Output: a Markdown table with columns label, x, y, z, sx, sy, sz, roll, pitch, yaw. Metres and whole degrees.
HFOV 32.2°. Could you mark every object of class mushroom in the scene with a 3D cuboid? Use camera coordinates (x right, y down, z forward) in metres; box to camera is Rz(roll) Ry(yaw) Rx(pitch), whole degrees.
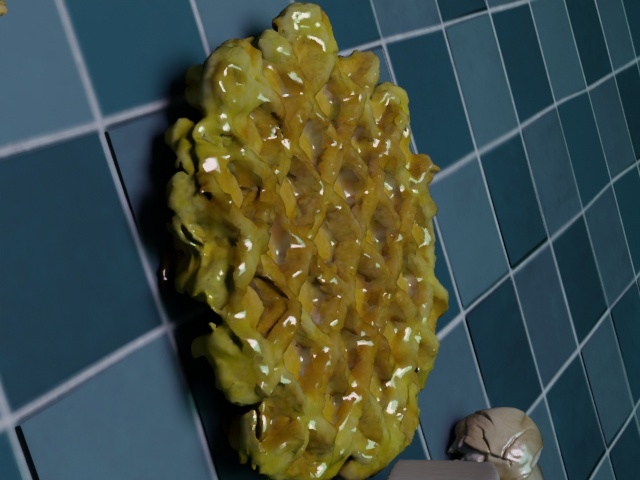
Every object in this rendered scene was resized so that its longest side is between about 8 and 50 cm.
| label | x | y | z | sx | sy | sz | roll | pitch | yaw |
| --- | --- | --- | --- | --- | --- | --- | --- | --- | --- |
| mushroom | 0.176 | 0.241 | 0.933 | 0.092 | 0.081 | 0.223 | -60 | 129 | -72 |

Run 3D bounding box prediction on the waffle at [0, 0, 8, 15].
| label | x | y | z | sx | sy | sz | roll | pitch | yaw |
| --- | --- | --- | --- | --- | --- | --- | --- | --- | --- |
| waffle | -0.226 | -0.013 | 0.325 | 0.261 | 0.151 | 0.324 | 24 | 57 | -47 |

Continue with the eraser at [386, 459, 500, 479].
| label | x | y | z | sx | sy | sz | roll | pitch | yaw |
| --- | --- | --- | --- | --- | --- | --- | --- | --- | --- |
| eraser | 0.078 | 0.286 | 0.702 | 0.124 | 0.081 | 0.278 | 29 | 62 | -82 |

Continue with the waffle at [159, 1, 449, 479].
| label | x | y | z | sx | sy | sz | roll | pitch | yaw |
| --- | --- | --- | --- | --- | --- | --- | --- | --- | --- |
| waffle | 0.000 | 0.000 | 0.745 | 0.302 | 0.068 | 0.324 | -6 | 84 | -58 |
